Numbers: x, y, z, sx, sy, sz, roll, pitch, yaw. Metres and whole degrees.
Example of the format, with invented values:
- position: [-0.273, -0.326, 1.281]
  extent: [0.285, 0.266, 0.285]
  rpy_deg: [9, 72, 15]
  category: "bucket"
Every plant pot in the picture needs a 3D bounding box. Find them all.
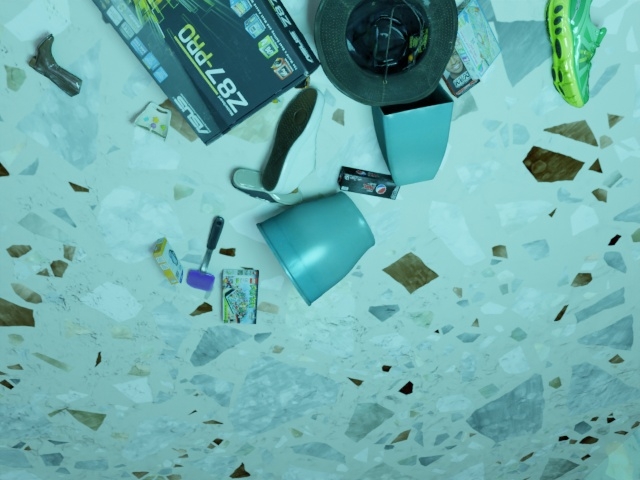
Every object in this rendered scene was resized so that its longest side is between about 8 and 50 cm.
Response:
- position: [0.228, -0.270, 1.143]
  extent: [0.166, 0.165, 0.234]
  rpy_deg: [-11, 133, 0]
  category: "plant pot"
- position: [0.000, 0.000, 1.241]
  extent: [0.255, 0.271, 0.271]
  rpy_deg: [-33, 122, -4]
  category: "plant pot"

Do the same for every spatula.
- position: [-0.341, 0.047, 1.349]
  extent: [0.084, 0.030, 0.296]
  rpy_deg: [16, 120, -14]
  category: "spatula"

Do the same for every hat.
- position: [0.133, -0.462, 1.004]
  extent: [0.332, 0.134, 0.330]
  rpy_deg: [-6, 112, -15]
  category: "hat"

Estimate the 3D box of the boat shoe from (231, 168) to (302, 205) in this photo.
- position: [-0.150, -0.145, 1.243]
  extent: [0.206, 0.075, 0.065]
  rpy_deg: [16, 163, -23]
  category: "boat shoe"

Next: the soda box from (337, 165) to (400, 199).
- position: [0.136, -0.162, 1.255]
  extent: [0.169, 0.060, 0.053]
  rpy_deg: [9, 120, -12]
  category: "soda box"

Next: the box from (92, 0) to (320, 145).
- position: [-0.238, -0.438, 0.909]
  extent: [0.319, 0.097, 0.394]
  rpy_deg: [-22, 114, 33]
  category: "box"

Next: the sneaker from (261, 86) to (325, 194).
- position: [-0.051, -0.254, 1.167]
  extent: [0.123, 0.106, 0.290]
  rpy_deg: [4, 122, -47]
  category: "sneaker"

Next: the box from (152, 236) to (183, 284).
- position: [-0.448, 0.067, 1.318]
  extent: [0.028, 0.081, 0.136]
  rpy_deg: [-15, 123, 3]
  category: "box"

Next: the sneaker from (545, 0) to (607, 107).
- position: [0.641, -0.464, 1.092]
  extent: [0.124, 0.109, 0.295]
  rpy_deg: [-20, 123, 11]
  category: "sneaker"

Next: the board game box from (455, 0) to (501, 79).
- position: [0.367, -0.482, 1.063]
  extent: [0.103, 0.026, 0.154]
  rpy_deg: [-52, 120, -14]
  category: "board game box"

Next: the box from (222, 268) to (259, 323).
- position: [-0.261, 0.185, 1.447]
  extent: [0.114, 0.036, 0.206]
  rpy_deg: [2, 123, -9]
  category: "box"

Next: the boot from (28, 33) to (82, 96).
- position: [-0.591, -0.397, 1.019]
  extent: [0.114, 0.037, 0.106]
  rpy_deg: [39, 124, -24]
  category: "boot"

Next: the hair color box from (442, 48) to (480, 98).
- position: [0.333, -0.436, 1.110]
  extent: [0.072, 0.043, 0.141]
  rpy_deg: [-36, 120, 16]
  category: "hair color box"

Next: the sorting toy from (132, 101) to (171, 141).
- position: [-0.410, -0.300, 1.107]
  extent: [0.083, 0.044, 0.075]
  rpy_deg: [25, 110, -21]
  category: "sorting toy"

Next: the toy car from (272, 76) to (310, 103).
- position: [-0.076, -0.386, 1.106]
  extent: [0.122, 0.060, 0.041]
  rpy_deg: [-15, 170, 22]
  category: "toy car"
